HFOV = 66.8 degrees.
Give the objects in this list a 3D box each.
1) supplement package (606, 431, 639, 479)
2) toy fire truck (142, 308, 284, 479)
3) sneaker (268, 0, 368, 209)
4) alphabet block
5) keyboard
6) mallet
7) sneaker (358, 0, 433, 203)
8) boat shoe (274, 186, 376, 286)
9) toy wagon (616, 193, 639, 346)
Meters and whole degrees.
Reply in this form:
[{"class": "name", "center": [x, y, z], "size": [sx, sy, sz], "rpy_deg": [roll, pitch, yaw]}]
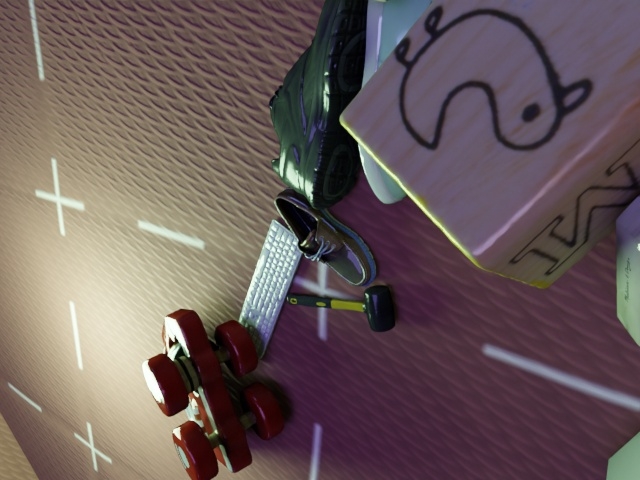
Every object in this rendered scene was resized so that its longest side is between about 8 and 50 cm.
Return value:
[{"class": "supplement package", "center": [0.387, 0.236, 0.484], "size": [0.105, 0.105, 0.179], "rpy_deg": [35, 122, 19]}, {"class": "toy fire truck", "center": [-0.220, 0.270, 0.883], "size": [0.254, 0.170, 0.301], "rpy_deg": [-10, 102, 56]}, {"class": "sneaker", "center": [-0.006, -0.187, 0.611], "size": [0.130, 0.109, 0.286], "rpy_deg": [31, 117, 33]}, {"class": "alphabet block", "center": [0.174, -0.097, 0.408], "size": [0.197, 0.194, 0.192], "rpy_deg": [-50, 54, 19]}, {"class": "keyboard", "center": [-0.089, 0.088, 0.811], "size": [0.072, 0.014, 0.255], "rpy_deg": [34, 121, 20]}, {"class": "mallet", "center": [0.024, 0.086, 0.724], "size": [0.190, 0.039, 0.062], "rpy_deg": [9, 112, 36]}, {"class": "sneaker", "center": [0.127, -0.157, 0.534], "size": [0.151, 0.094, 0.255], "rpy_deg": [10, 113, 28]}, {"class": "boat shoe", "center": [0.000, 0.000, 0.688], "size": [0.183, 0.066, 0.066], "rpy_deg": [47, 126, 12]}, {"class": "toy wagon", "center": [0.408, -0.008, 0.355], "size": [0.345, 0.068, 0.267], "rpy_deg": [-17, 123, 9]}]
